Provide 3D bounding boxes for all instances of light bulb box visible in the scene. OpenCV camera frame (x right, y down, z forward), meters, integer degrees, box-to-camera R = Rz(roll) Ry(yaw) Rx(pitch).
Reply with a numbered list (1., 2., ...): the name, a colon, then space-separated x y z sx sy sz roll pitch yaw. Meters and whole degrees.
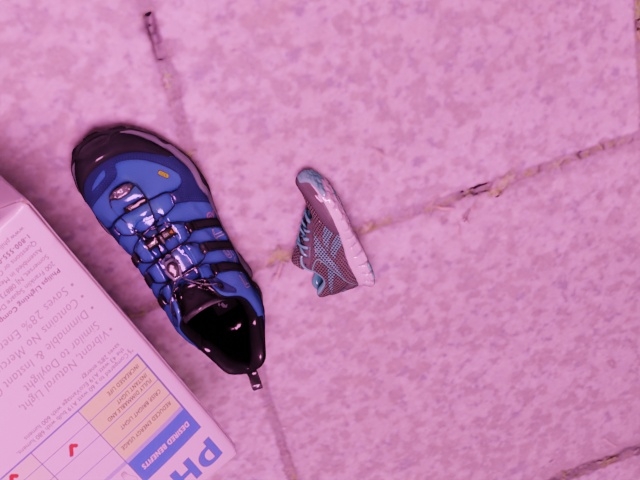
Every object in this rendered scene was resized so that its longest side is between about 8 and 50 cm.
1. light bulb box: -0.340 0.163 1.207 0.358 0.225 0.361 -42 127 -11

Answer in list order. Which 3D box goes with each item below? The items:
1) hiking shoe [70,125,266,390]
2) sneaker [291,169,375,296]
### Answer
1. hiking shoe: -0.134 0.012 1.287 0.113 0.132 0.304 -35 126 4
2. sneaker: 0.000 0.000 1.373 0.076 0.065 0.166 -25 125 2
